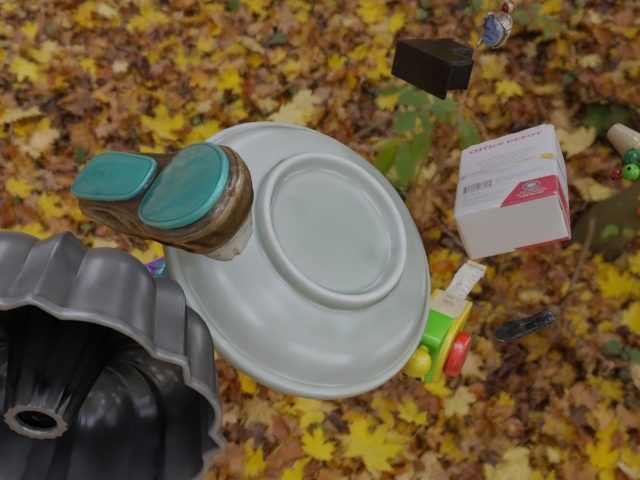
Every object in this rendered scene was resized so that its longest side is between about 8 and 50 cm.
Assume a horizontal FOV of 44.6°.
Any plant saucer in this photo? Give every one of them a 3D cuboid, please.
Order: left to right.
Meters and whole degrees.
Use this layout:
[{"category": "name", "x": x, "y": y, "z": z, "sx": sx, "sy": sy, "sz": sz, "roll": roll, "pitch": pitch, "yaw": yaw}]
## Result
[{"category": "plant saucer", "x": 0.000, "y": 0.000, "z": 1.011, "sx": 0.400, "sy": 0.100, "sz": 0.400, "roll": 15, "pitch": 59, "yaw": -26}]

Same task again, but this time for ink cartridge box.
[{"category": "ink cartridge box", "x": 0.428, "y": -0.111, "z": 1.734, "sx": 0.131, "sy": 0.226, "sz": 0.306, "roll": 64, "pitch": 27, "yaw": -26}]

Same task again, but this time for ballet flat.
[{"category": "ballet flat", "x": -0.147, "y": -0.032, "z": 0.820, "sx": 0.124, "sy": 0.342, "sz": 0.116, "roll": 42, "pitch": 67, "yaw": -33}, {"category": "ballet flat", "x": 0.559, "y": 0.238, "z": 2.124, "sx": 0.049, "sy": 0.173, "sz": 0.057, "roll": 40, "pitch": 33, "yaw": -55}]

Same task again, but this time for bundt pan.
[{"category": "bundt pan", "x": -0.245, "y": 0.116, "z": 0.713, "sx": 0.330, "sy": 0.331, "sz": 0.124, "roll": 15, "pitch": 42, "yaw": -14}]

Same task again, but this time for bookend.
[{"category": "bookend", "x": 0.251, "y": -0.343, "z": 1.541, "sx": 0.157, "sy": 0.072, "sz": 0.156, "roll": -13, "pitch": 35, "yaw": -35}]

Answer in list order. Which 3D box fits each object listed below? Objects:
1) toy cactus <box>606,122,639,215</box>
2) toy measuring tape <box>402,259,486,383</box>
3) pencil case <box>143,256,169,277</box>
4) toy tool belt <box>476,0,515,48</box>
[{"category": "toy cactus", "x": 0.582, "y": -0.137, "z": 1.384, "sx": 0.219, "sy": 0.112, "sz": 0.180, "roll": -14, "pitch": 48, "yaw": -26}, {"category": "toy measuring tape", "x": 0.195, "y": 0.138, "z": 1.242, "sx": 0.121, "sy": 0.121, "sz": 0.330, "roll": 36, "pitch": 31, "yaw": 9}, {"category": "pencil case", "x": -0.253, "y": 0.059, "z": 1.033, "sx": 0.151, "sy": 0.070, "sz": 0.064, "roll": -9, "pitch": 7, "yaw": -13}, {"category": "toy tool belt", "x": 0.286, "y": -0.354, "z": 1.282, "sx": 0.051, "sy": 0.083, "sz": 0.052, "roll": -19, "pitch": 60, "yaw": -15}]
